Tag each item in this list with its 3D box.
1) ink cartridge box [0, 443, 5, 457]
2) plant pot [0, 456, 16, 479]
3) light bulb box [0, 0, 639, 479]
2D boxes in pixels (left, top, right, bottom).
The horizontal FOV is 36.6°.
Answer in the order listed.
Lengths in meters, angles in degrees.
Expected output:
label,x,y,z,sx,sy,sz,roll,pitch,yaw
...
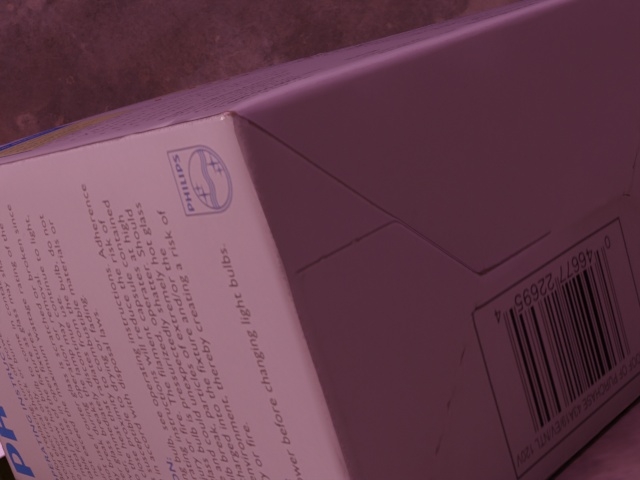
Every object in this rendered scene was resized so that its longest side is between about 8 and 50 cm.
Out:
label,x,y,z,sx,sy,sz,roll,pitch,yaw
ink cartridge box,-0.302,0.155,0.694,0.179,0.045,0.145,-29,46,-23
plant pot,-0.201,0.150,0.737,0.079,0.083,0.083,-8,6,-10
light bulb box,0.000,0.000,0.608,0.358,0.225,0.361,-25,14,-39
